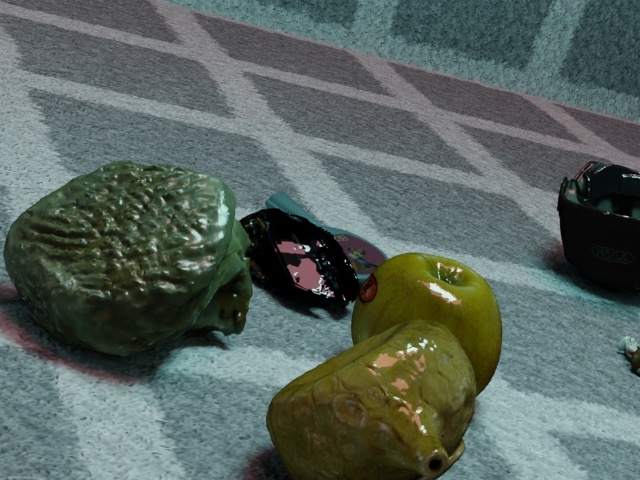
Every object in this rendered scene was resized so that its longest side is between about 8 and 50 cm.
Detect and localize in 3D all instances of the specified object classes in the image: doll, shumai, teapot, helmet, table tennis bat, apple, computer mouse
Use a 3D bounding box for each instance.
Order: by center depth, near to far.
[{"bbox_3d":[0.062,0.183,1.429,0.203,0.167,0.311,-29,2,-10],"label":"teapot"},{"bbox_3d":[-0.198,0.047,1.623,0.261,0.222,0.225,-13,51,-3],"label":"shumai"},{"bbox_3d":[0.126,0.099,1.730,0.182,0.155,0.182,18,15,-5],"label":"apple"},{"bbox_3d":[-0.034,0.015,1.945,0.147,0.077,0.242,-3,29,-34],"label":"computer mouse"},{"bbox_3d":[0.443,0.158,2.072,0.058,0.040,0.085,20,16,-43],"label":"doll"},{"bbox_3d":[0.000,0.000,2.118,0.153,0.040,0.244,-2,30,-39],"label":"table tennis bat"},{"bbox_3d":[0.484,-0.005,2.389,0.225,0.177,0.305,18,24,20],"label":"helmet"}]
